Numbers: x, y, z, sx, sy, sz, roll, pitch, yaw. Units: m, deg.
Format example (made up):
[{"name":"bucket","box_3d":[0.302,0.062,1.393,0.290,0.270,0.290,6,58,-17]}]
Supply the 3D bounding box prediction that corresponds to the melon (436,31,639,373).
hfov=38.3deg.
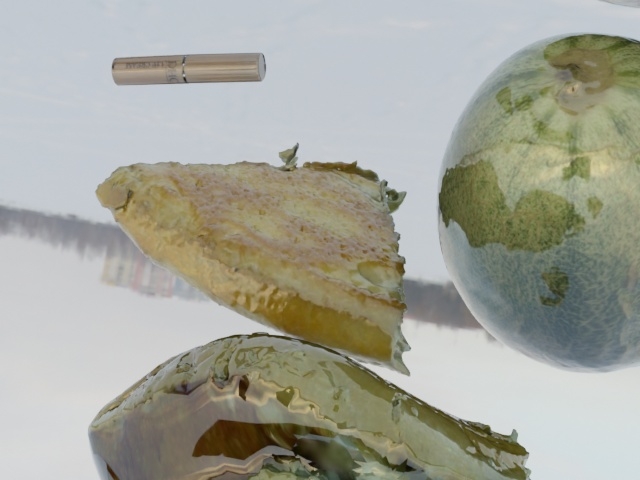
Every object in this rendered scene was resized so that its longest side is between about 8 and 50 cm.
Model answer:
[{"name":"melon","box_3d":[0.220,-0.027,0.771,0.248,0.249,0.329,9,148,21]}]

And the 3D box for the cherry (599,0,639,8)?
[{"name":"cherry","box_3d":[0.264,-0.283,0.673,0.307,0.221,0.261,18,-170,32]}]

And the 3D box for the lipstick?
[{"name":"lipstick","box_3d":[-0.081,-0.105,0.564,0.094,0.019,0.019,0,177,11]}]

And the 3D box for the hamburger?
[{"name":"hamburger","box_3d":[-0.036,0.153,0.581,0.211,0.132,0.309,36,137,-29]}]

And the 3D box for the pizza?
[{"name":"pizza","box_3d":[0.000,0.000,0.779,0.280,0.075,0.287,31,-151,21]}]
